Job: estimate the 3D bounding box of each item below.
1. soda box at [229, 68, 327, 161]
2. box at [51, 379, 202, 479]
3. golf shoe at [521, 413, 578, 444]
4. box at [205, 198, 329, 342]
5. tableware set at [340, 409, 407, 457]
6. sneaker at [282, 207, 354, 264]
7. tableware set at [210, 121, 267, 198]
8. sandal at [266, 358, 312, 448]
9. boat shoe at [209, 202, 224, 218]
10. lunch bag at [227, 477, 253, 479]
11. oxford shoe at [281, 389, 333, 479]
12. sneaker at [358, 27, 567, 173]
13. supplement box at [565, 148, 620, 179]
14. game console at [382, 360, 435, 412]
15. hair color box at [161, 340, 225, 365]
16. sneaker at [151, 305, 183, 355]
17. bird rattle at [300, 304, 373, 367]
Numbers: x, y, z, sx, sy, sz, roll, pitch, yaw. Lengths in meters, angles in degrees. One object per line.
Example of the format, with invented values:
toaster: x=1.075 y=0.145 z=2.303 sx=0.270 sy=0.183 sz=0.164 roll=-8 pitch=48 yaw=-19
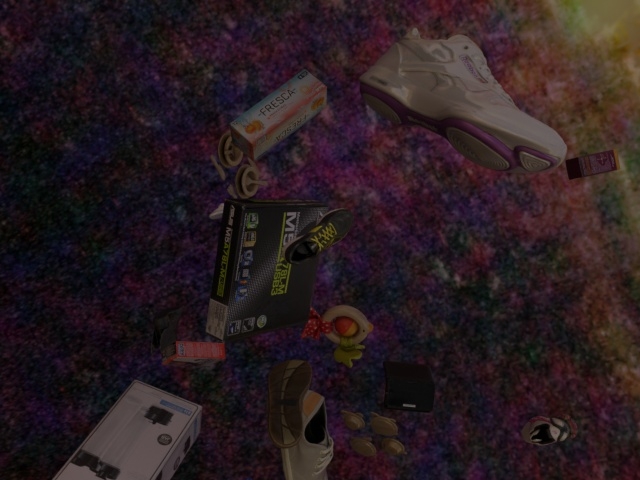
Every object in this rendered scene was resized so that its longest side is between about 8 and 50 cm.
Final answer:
soda box: x=-0.073 y=-0.221 z=1.145 sx=0.183 sy=0.058 sz=0.063 roll=-40 pitch=70 yaw=-20
box: x=-0.372 y=0.425 z=1.270 sx=0.290 sy=0.169 sz=0.087 roll=-56 pitch=162 yaw=-53
golf shoe: x=0.527 y=0.457 z=1.554 sx=0.085 sy=0.186 sz=0.068 roll=-9 pitch=70 yaw=-19
box: x=-0.071 y=0.036 z=0.913 sx=0.184 sy=0.045 sz=0.191 roll=-3 pitch=107 yaw=-51
tableware set: x=0.123 y=0.451 z=1.500 sx=0.020 sy=0.141 sz=0.169 roll=-59 pitch=139 yaw=-46
sneaker: x=0.000 y=0.000 z=0.642 sx=0.031 sy=0.083 sz=0.035 roll=52 pitch=4 yaw=-14
tableware set: x=-0.192 y=-0.180 z=1.586 sx=0.128 sy=0.039 sz=0.194 roll=-66 pitch=149 yaw=-32
sandal: x=-0.054 y=0.267 z=1.060 sx=0.180 sy=0.072 sz=0.049 roll=-86 pitch=-177 yaw=-51
boat shoe: x=-0.294 y=-0.096 z=1.964 sx=0.035 sy=0.100 sz=0.035 roll=62 pitch=-13 yaw=19
lunch bag: x=-0.086 y=0.566 z=1.195 sx=0.293 sy=0.221 sz=0.138 roll=44 pitch=59 yaw=11
oxford shoe: x=-0.025 y=0.605 z=1.863 sx=0.169 sy=0.130 sz=0.450 roll=-50 pitch=140 yaw=-49
sneaker: x=0.194 y=-0.196 z=0.847 sx=0.305 sy=0.152 sz=0.114 roll=34 pitch=-7 yaw=30
supplement box: x=0.543 y=-0.151 z=1.295 sx=0.055 sy=0.083 sz=0.043 roll=180 pitch=-102 yaw=-82
game console: x=0.211 y=0.356 z=1.578 sx=0.071 sy=0.122 sz=0.107 roll=160 pitch=-63 yaw=-83
hair color box: x=-0.381 y=0.342 z=1.948 sx=0.167 sy=0.093 sz=0.053 roll=12 pitch=60 yaw=-39
sneaker: x=-0.399 y=0.232 z=1.694 sx=0.170 sy=0.051 sz=0.089 roll=-38 pitch=120 yaw=-77
bird rattle: x=0.065 y=0.296 z=2.234 sx=0.253 sy=0.207 sz=0.143 roll=44 pitch=30 yaw=-5
